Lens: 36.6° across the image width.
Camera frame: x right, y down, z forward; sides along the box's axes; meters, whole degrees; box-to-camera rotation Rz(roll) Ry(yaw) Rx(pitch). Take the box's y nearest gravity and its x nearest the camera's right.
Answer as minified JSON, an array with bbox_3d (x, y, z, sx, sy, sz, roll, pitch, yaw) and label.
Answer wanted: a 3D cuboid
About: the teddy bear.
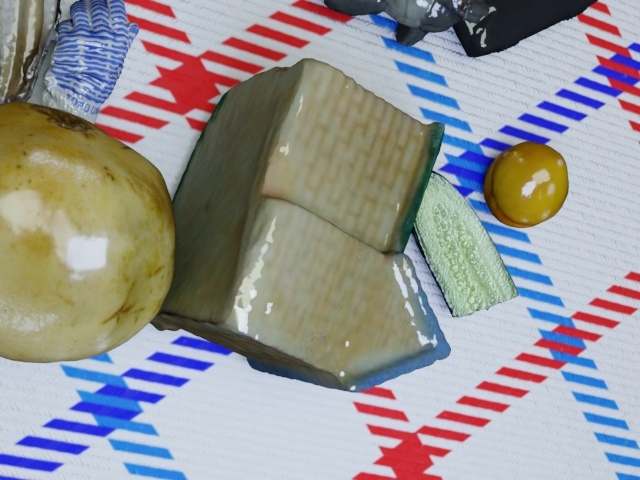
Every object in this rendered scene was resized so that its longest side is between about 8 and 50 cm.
[{"bbox_3d":[0.114,-0.377,1.431,0.251,0.171,0.144,19,64,-12],"label":"teddy bear"}]

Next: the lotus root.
[{"bbox_3d":[-0.411,-0.321,1.286,0.167,0.078,0.329,8,89,4],"label":"lotus root"}]

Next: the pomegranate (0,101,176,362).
[{"bbox_3d":[-0.342,-0.004,1.184,0.332,0.332,0.332,0,90,-19],"label":"pomegranate"}]

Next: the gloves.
[{"bbox_3d":[-0.314,-0.245,1.315,0.119,0.097,0.229,20,77,-49],"label":"gloves"}]

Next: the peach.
[{"bbox_3d":[0.320,-0.084,1.507,0.138,0.138,0.138,0,90,-19],"label":"peach"}]

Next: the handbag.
[{"bbox_3d":[0.296,-0.437,1.526,0.275,0.088,0.244,-27,97,-14],"label":"handbag"}]

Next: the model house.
[{"bbox_3d":[0.000,0.000,1.322,0.342,0.334,0.382,26,77,-28],"label":"model house"}]

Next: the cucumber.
[{"bbox_3d":[0.203,0.001,1.505,0.115,0.063,0.244,-27,99,-11],"label":"cucumber"}]
